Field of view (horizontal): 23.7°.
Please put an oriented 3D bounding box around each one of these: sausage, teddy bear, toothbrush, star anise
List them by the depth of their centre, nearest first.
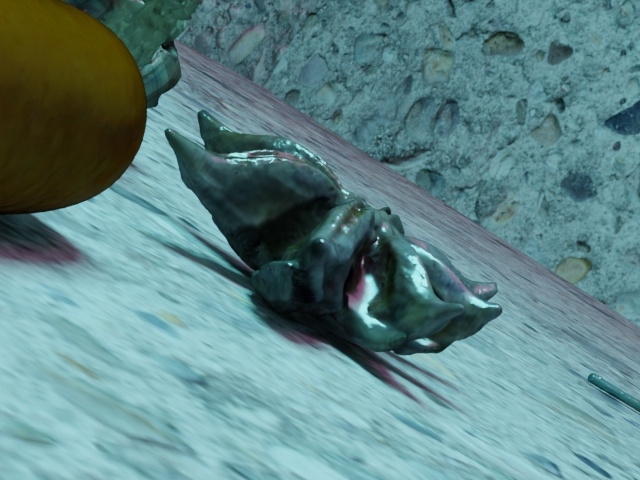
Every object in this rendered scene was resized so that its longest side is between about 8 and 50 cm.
[{"bbox_3d":[-0.112,-0.047,0.466,0.076,0.076,0.197,32,6,12],"label":"sausage"},{"bbox_3d":[0.000,0.000,0.711,0.181,0.061,0.204,36,8,-9],"label":"star anise"},{"bbox_3d":[-0.127,-0.108,0.810,0.133,0.111,0.213,-16,14,-19],"label":"teddy bear"},{"bbox_3d":[0.279,0.145,1.174,0.167,0.014,0.011,31,14,-3],"label":"toothbrush"}]
